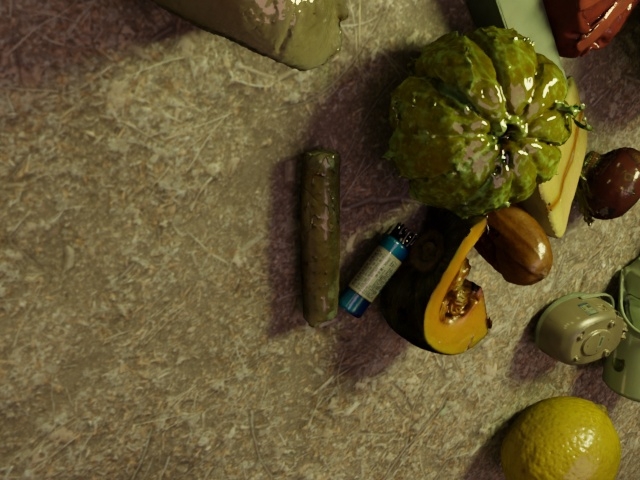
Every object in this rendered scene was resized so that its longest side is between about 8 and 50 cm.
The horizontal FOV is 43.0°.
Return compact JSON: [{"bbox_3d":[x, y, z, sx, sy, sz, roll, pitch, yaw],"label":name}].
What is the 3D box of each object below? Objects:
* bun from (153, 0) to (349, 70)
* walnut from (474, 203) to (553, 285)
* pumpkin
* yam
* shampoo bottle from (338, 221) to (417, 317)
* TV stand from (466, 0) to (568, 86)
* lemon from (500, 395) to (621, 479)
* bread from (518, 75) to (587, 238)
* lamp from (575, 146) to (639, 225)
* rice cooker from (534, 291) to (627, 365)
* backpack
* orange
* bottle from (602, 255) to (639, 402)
[{"bbox_3d":[-0.094,-0.340,0.952,0.282,0.281,0.204,15,103,-39],"label":"bun"},{"bbox_3d":[0.330,-0.007,1.439,0.116,0.207,0.115,-25,151,-15],"label":"walnut"},{"bbox_3d":[0.241,0.072,1.477,0.190,0.139,0.280,26,100,-36],"label":"pumpkin"},{"bbox_3d":[0.000,0.000,1.322,0.071,0.067,0.317,-14,119,-28],"label":"yam"},{"bbox_3d":[0.101,0.050,1.420,0.183,0.050,0.087,-53,158,0],"label":"shampoo bottle"},{"bbox_3d":[0.328,-0.342,1.361,0.088,0.083,0.269,-42,129,-12],"label":"TV stand"},{"bbox_3d":[0.539,0.480,1.824,0.267,0.267,0.267,-16,121,-28],"label":"lemon"},{"bbox_3d":[0.442,-0.158,1.480,0.264,0.163,0.167,-40,129,-12],"label":"bread"},{"bbox_3d":[0.577,-0.121,1.619,0.157,0.135,0.156,-38,166,-45],"label":"lamp"},{"bbox_3d":[0.569,0.193,1.773,0.206,0.127,0.145,-10,120,-21],"label":"rice cooker"},{"bbox_3d":[0.461,-0.428,1.368,0.229,0.139,0.229,-16,122,-27],"label":"backpack"},{"bbox_3d":[0.246,-0.180,1.294,0.300,0.223,0.301,35,93,-19],"label":"orange"},{"bbox_3d":[0.778,0.185,1.858,0.229,0.229,0.351,-10,113,-30],"label":"bottle"}]
